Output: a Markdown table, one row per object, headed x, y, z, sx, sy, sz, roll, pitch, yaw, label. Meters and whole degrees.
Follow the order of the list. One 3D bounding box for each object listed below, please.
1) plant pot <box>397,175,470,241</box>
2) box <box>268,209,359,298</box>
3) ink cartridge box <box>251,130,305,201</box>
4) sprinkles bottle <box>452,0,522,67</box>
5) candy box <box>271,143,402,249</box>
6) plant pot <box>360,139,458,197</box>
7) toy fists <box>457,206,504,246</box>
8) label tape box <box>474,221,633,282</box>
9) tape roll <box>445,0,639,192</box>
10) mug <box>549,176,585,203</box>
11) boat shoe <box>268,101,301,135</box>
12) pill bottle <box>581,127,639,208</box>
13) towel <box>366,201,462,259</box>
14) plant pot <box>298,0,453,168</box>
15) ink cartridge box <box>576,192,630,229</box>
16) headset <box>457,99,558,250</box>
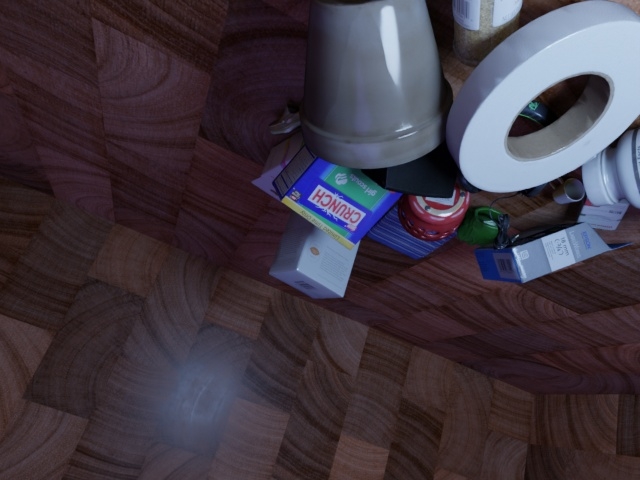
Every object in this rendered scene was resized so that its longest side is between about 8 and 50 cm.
| x | y | z | sx | sy | sz | roll | pitch | yaw | label |
| --- | --- | --- | --- | --- | --- | --- | --- | --- | --- |
| 0.321 | -0.110 | 1.351 | 0.191 | 0.191 | 0.174 | 16 | 164 | 6 | plant pot |
| 0.000 | 0.000 | 1.658 | 0.215 | 0.345 | 0.168 | 34 | 153 | -31 | box |
| -0.037 | -0.221 | 1.484 | 0.207 | 0.119 | 0.353 | 31 | 153 | -29 | ink cartridge box |
| 0.265 | -0.447 | 0.759 | 0.121 | 0.121 | 0.355 | 9 | 156 | 21 | sprinkles bottle |
| 0.077 | -0.173 | 1.273 | 0.268 | 0.317 | 0.122 | 33 | -162 | -32 | candy box |
| 0.195 | -0.204 | 1.098 | 0.167 | 0.188 | 0.188 | -10 | 122 | -21 | plant pot |
| 0.438 | -0.066 | 1.513 | 0.279 | 0.096 | 0.142 | 19 | 149 | 2 | toy fists |
| 0.652 | 0.017 | 1.380 | 0.333 | 0.106 | 0.240 | -19 | -179 | -7 | label tape box |
| 0.429 | -0.245 | 0.902 | 0.392 | 0.072 | 0.392 | -13 | 146 | -9 | tape roll |
| 0.647 | -0.133 | 1.270 | 0.062 | 0.078 | 0.064 | -11 | 171 | -13 | mug |
| -0.075 | -0.346 | 1.320 | 0.190 | 0.068 | 0.072 | -11 | 132 | 33 | boat shoe |
| 0.726 | -0.159 | 0.984 | 0.176 | 0.176 | 0.318 | 35 | 152 | -33 | pill bottle |
| 0.332 | -0.038 | 1.737 | 0.243 | 0.040 | 0.336 | 24 | 154 | -9 | towel |
| 0.098 | -0.348 | 0.932 | 0.323 | 0.323 | 0.280 | 9 | 138 | 21 | plant pot |
| 0.746 | -0.089 | 1.274 | 0.099 | 0.056 | 0.135 | 10 | 156 | 20 | ink cartridge box |
| 0.450 | -0.157 | 1.182 | 0.243 | 0.185 | 0.394 | 8 | 143 | 25 | headset |
